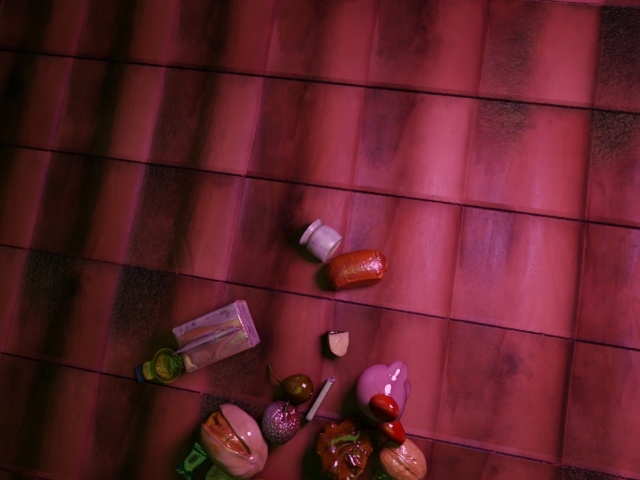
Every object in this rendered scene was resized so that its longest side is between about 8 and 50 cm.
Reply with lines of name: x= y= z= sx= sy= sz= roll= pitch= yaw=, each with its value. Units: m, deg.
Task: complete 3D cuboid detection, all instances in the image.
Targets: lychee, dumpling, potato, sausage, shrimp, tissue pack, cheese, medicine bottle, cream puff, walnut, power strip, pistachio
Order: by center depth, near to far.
walnut: x=0.327 y=0.878 z=1.625 sx=0.165 sy=0.165 sz=0.197 roll=-45 pitch=75 yaw=-1
cream puff: x=0.093 y=0.848 z=1.647 sx=0.241 sy=0.154 sz=0.268 roll=-2 pitch=55 yaw=7
shrimp: x=0.272 y=1.036 z=1.654 sx=0.126 sy=0.047 sz=0.223 roll=-3 pitch=69 yaw=2
pistachio: x=-0.351 y=0.824 z=1.678 sx=0.309 sy=0.230 sz=0.229 roll=34 pitch=87 yaw=19
lychee: x=-0.161 y=0.741 z=1.685 sx=0.165 sy=0.165 sz=0.197 roll=29 pitch=121 yaw=9
dumpling: x=-0.392 y=0.976 z=1.715 sx=0.181 sy=0.155 sz=0.111 roll=11 pitch=123 yaw=-24
power strip: x=0.001 y=0.662 z=1.724 sx=0.029 sy=0.080 sz=0.226 roll=30 pitch=86 yaw=14
tissue pack: x=-0.449 y=0.404 z=1.730 sx=0.306 sy=0.238 sz=0.238 roll=-22 pitch=81 yaw=3
sausage: x=0.151 y=0.123 z=1.737 sx=0.268 sy=0.153 sz=0.140 roll=-13 pitch=63 yaw=4
potato: x=0.066 y=0.439 z=1.749 sx=0.096 sy=0.066 sz=0.103 roll=6 pitch=78 yaw=-18
medicine bottle: x=0.000 y=0.000 z=1.771 sx=0.143 sy=0.147 sz=0.147 roll=38 pitch=88 yaw=10
tissue pack: x=-0.552 y=0.955 z=1.773 sx=0.085 sy=0.028 sz=0.138 roll=37 pitch=83 yaw=6
cheese: x=-0.713 y=0.563 z=1.820 sx=0.250 sy=0.064 sz=0.156 roll=-18 pitch=80 yaw=13

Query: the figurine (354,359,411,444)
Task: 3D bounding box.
figurine: x=0.235 y=0.616 z=1.623 sx=0.211 sy=0.269 sz=0.261 roll=0 pitch=41 yaw=22

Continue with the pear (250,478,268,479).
pear: x=-0.240 y=1.099 z=1.605 sx=0.295 sy=0.294 sz=0.294 roll=-1 pitch=83 yaw=6

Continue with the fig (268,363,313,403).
fig: x=-0.139 y=0.597 z=1.737 sx=0.237 sy=0.124 sz=0.124 roll=25 pitch=86 yaw=20
